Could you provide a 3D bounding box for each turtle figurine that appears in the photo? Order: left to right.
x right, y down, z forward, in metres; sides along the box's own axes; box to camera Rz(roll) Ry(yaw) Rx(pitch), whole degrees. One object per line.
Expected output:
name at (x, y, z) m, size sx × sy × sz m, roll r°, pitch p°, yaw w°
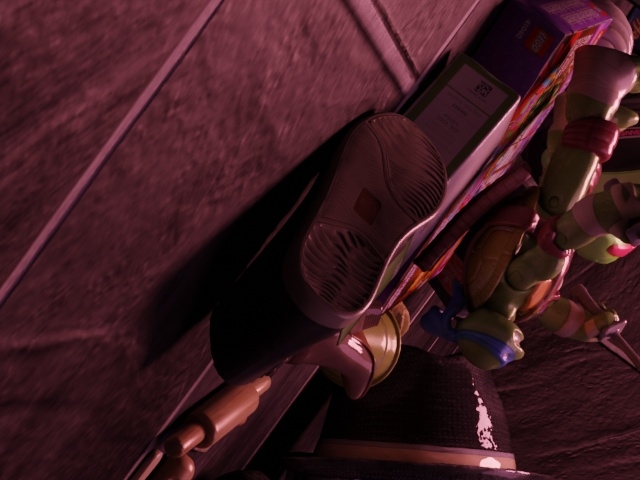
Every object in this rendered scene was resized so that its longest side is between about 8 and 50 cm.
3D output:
turtle figurine at (0.233, -0.001, 1.330) m, size 0.198 × 0.274 × 0.266 m, roll 42°, pitch 59°, yaw -49°

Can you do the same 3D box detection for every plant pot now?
plant pot at (0.019, 0.086, 1.458) m, size 0.083 × 0.083 × 0.079 m, roll -54°, pitch 158°, yaw 5°

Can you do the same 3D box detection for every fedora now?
fedora at (0.103, 0.190, 1.819) m, size 0.334 × 0.334 × 0.153 m, roll 54°, pitch 40°, yaw -80°

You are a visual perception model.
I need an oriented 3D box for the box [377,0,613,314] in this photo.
box at (0.131, -0.079, 1.432) m, size 0.293 × 0.057 × 0.201 m, roll -57°, pitch 170°, yaw 21°

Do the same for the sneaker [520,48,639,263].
sneaker at (0.337, -0.139, 1.730) m, size 0.185 × 0.202 × 0.483 m, roll -43°, pitch 175°, yaw 28°

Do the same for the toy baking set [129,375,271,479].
toy baking set at (-0.122, 0.199, 1.295) m, size 0.197 × 0.030 × 0.256 m, roll -57°, pitch 170°, yaw 20°

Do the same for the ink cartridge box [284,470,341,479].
ink cartridge box at (-0.007, 0.350, 1.864) m, size 0.332 × 0.065 × 0.165 m, roll 163°, pitch -61°, yaw -83°

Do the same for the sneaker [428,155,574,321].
sneaker at (0.188, 0.007, 1.842) m, size 0.148 × 0.131 × 0.350 m, roll -27°, pitch 154°, yaw -5°

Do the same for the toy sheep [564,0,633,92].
toy sheep at (0.246, -0.180, 1.539) m, size 0.132 × 0.091 × 0.091 m, roll -87°, pitch -158°, yaw -53°

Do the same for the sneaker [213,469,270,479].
sneaker at (-0.137, 0.321, 1.485) m, size 0.293 × 0.102 × 0.146 m, roll -55°, pitch 167°, yaw -17°

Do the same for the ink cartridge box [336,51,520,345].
ink cartridge box at (0.057, -0.031, 1.239) m, size 0.209 × 0.062 × 0.109 m, roll -49°, pitch 170°, yaw -22°

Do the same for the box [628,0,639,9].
box at (0.247, -0.212, 1.343) m, size 0.029 × 0.116 × 0.162 m, roll -54°, pitch 170°, yaw 16°

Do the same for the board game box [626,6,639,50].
board game box at (0.397, -0.232, 2.184) m, size 0.165 × 0.042 × 0.243 m, roll -38°, pitch 162°, yaw -56°

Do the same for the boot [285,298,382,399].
boot at (0.002, 0.089, 1.369) m, size 0.087 × 0.042 × 0.118 m, roll -8°, pitch 126°, yaw -25°

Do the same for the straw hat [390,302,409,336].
straw hat at (0.051, 0.077, 1.592) m, size 0.144 × 0.061 × 0.144 m, roll -50°, pitch 169°, yaw -13°

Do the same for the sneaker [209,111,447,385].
sneaker at (0.000, 0.000, 1.105) m, size 0.118 × 0.083 × 0.222 m, roll -37°, pitch -170°, yaw 39°
